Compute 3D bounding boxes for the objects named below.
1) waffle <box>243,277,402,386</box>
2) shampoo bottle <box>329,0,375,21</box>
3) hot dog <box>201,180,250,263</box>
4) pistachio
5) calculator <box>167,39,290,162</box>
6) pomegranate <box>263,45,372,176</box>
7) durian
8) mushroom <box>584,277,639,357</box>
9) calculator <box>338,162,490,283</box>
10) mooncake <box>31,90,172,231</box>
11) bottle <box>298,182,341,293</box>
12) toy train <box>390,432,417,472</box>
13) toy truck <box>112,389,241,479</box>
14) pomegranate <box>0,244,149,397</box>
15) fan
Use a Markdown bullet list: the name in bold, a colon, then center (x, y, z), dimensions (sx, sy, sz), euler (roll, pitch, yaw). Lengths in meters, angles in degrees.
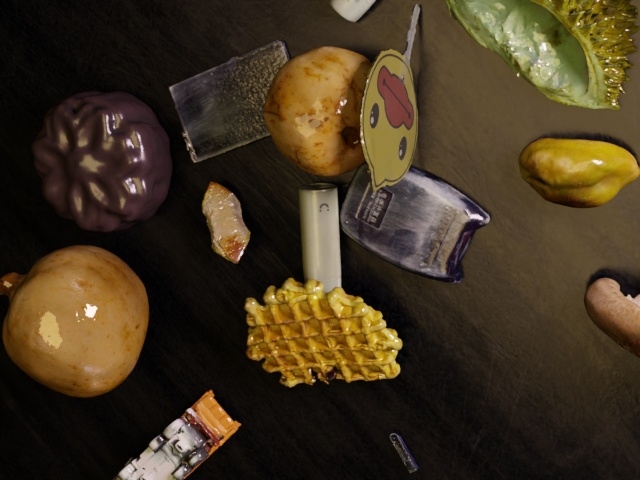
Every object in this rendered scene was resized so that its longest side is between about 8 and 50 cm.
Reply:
- **waffle**: center (-0.003, 0.184, 1.515), dimensions (0.309, 0.065, 0.283), euler (29, 130, -2)
- **shampoo bottle**: center (0.099, -0.464, 1.371), dimensions (0.072, 0.049, 0.212), euler (48, 114, 9)
- **hot dog**: center (-0.179, -0.029, 1.567), dimensions (0.078, 0.061, 0.169), euler (-13, 75, -8)
- **pistachio**: center (0.406, -0.110, 1.304), dimensions (0.189, 0.110, 0.100), euler (12, 74, 19)
- **calculator**: center (-0.154, -0.256, 1.529), dimensions (0.261, 0.021, 0.161), euler (-16, 96, 23)
- **pomegranate**: center (0.010, -0.220, 1.386), dimensions (0.215, 0.215, 0.216), euler (5, 104, 20)
- **durian**: center (0.344, -0.373, 1.291), dimensions (0.394, 0.163, 0.198), euler (38, 151, 14)
- **mushroom**: center (0.555, 0.134, 1.279), dimensions (0.285, 0.151, 0.156), euler (10, 107, 19)
- **calculator**: center (0.152, -0.038, 1.456), dimensions (0.268, 0.040, 0.177), euler (27, 109, 19)
- **mooncake**: center (-0.430, -0.150, 1.595), dimensions (0.282, 0.141, 0.283), euler (6, 105, 22)
- **bottle**: center (0.000, 0.000, 1.497), dimensions (0.072, 0.072, 0.202), euler (2, 105, 20)
- **toy train**: center (0.158, 0.401, 1.561), dimensions (0.017, 0.017, 0.083), euler (-29, 91, 22)
- **toy truck**: center (-0.299, 0.436, 1.685), dimensions (0.270, 0.135, 0.114), euler (-44, 82, 19)
- **pomegranate**: center (-0.467, 0.159, 1.598), dimensions (0.307, 0.307, 0.308), euler (5, 104, 20)
- **fan**: center (0.124, -0.237, 1.338), dimensions (0.011, 0.229, 0.335), euler (6, 75, 28)
